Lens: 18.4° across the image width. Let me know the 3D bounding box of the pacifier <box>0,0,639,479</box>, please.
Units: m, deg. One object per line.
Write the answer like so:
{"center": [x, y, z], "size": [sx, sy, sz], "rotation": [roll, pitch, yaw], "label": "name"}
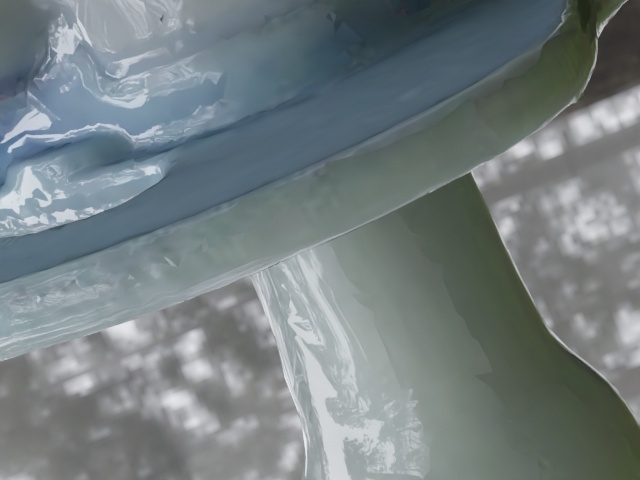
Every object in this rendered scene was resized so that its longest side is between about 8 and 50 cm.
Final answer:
{"center": [0.000, 0.000, 0.456], "size": [0.299, 0.244, 0.233], "rotation": [-38, -72, -46], "label": "pacifier"}
